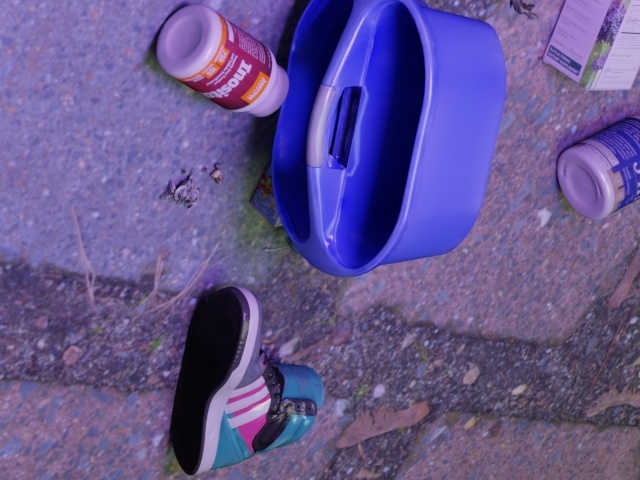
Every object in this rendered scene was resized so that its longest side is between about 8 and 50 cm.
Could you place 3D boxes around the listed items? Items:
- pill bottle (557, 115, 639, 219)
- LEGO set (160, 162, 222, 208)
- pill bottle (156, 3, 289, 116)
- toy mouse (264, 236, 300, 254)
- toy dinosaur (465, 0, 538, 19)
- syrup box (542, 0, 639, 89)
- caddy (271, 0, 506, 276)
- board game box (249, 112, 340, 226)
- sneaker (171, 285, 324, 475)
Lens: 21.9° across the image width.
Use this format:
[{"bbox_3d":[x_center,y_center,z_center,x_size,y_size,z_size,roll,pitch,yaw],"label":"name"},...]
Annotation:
[{"bbox_3d":[0.442,-0.115,2.369,0.186,0.112,0.112,-27,136,-24],"label":"pill bottle"},{"bbox_3d":[-0.147,-0.062,1.944,0.083,0.023,0.054,-38,139,-12],"label":"LEGO set"},{"bbox_3d":[-0.104,-0.194,1.829,0.086,0.086,0.152,-54,140,7],"label":"pill bottle"},{"bbox_3d":[0.000,0.000,2.083,0.143,0.031,0.161,-20,170,0],"label":"toy mouse"},{"bbox_3d":[0.250,-0.346,2.023,0.268,0.064,0.118,-52,145,-25],"label":"toy dinosaur"},{"bbox_3d":[0.390,-0.322,2.167,0.096,0.093,0.237,-5,124,-39],"label":"syrup box"},{"bbox_3d":[0.058,-0.128,1.843,0.179,0.241,0.341,-3,111,-41],"label":"caddy"},{"bbox_3d":[0.007,-0.104,2.022,0.194,0.060,0.194,-26,135,-26],"label":"board game box"},{"bbox_3d":[-0.075,0.173,2.118,0.178,0.124,0.296,-8,134,-32],"label":"sneaker"}]
